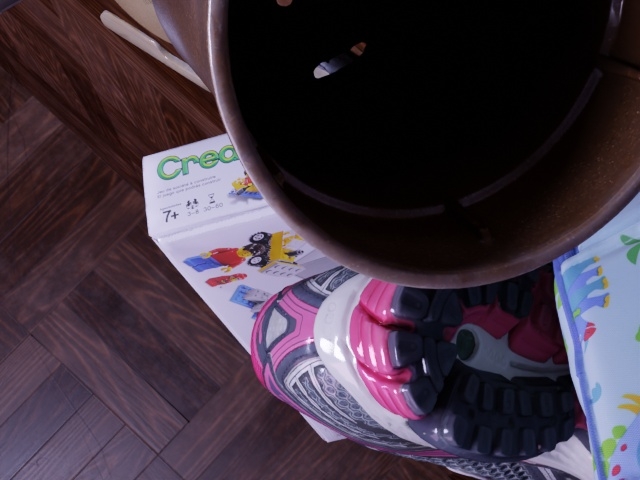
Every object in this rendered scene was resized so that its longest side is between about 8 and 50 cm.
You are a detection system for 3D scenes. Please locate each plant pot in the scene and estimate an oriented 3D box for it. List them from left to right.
[{"bbox_3d":[0.019,-0.089,0.419,0.167,0.167,0.165,49,177,-28],"label":"plant pot"}]

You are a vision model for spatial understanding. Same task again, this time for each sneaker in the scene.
[{"bbox_3d":[0.100,0.064,0.604,0.112,0.120,0.299,-6,158,45],"label":"sneaker"}]

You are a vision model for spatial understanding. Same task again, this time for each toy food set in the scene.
[{"bbox_3d":[-0.120,-0.193,0.884,0.132,0.038,0.192,34,162,13],"label":"toy food set"}]

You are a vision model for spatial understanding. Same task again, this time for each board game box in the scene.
[{"bbox_3d":[0.050,0.024,0.670,0.305,0.193,0.053,60,-163,-59],"label":"board game box"}]

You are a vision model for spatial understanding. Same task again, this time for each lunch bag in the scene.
[{"bbox_3d":[0.168,0.090,0.471,0.176,0.090,0.219,49,-157,-31],"label":"lunch bag"}]

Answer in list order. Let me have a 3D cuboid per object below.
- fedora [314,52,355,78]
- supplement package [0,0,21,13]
[{"bbox_3d":[0.000,0.000,0.858,0.334,0.152,0.334,41,171,8],"label":"fedora"},{"bbox_3d":[-0.158,-0.217,0.405,0.262,0.145,0.204,43,-171,-15],"label":"supplement package"}]
